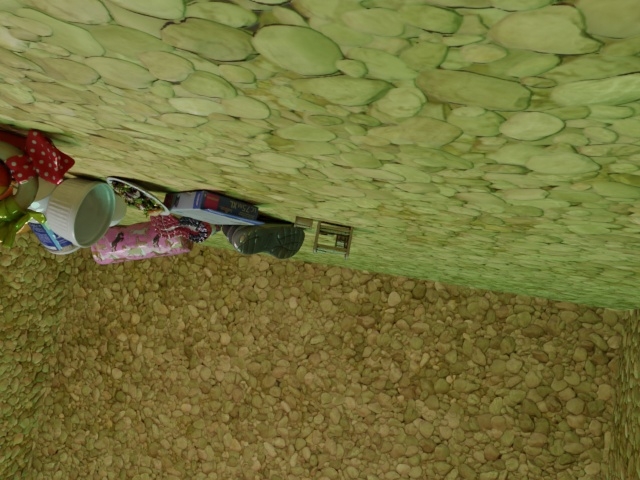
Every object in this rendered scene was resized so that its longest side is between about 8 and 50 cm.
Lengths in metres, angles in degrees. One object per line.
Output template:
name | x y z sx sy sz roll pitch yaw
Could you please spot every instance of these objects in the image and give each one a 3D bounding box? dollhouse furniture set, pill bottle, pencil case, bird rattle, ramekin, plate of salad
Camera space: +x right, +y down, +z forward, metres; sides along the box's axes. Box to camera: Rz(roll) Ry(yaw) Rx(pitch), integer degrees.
dollhouse furniture set | 0.000 0.000 1.662 0.181 0.101 0.161 10 174 -2
pill bottle | -0.868 -0.086 1.685 0.153 0.153 0.265 9 145 6
pencil case | -0.675 -0.007 2.000 0.385 0.167 0.160 -7 157 6
bird rattle | -0.644 -0.120 1.067 0.206 0.254 0.143 22 -156 -22
pill bottle | -0.744 -0.109 1.790 0.124 0.125 0.221 15 172 -39
ramekin | -0.726 -0.093 1.578 0.108 0.207 0.207 19 175 7
plate of salad | -0.534 -0.118 1.516 0.199 0.048 0.200 24 163 7

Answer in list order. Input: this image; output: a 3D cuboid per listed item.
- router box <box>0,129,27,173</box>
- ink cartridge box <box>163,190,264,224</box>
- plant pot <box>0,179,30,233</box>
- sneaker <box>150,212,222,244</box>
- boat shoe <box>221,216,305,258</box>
router box | -0.854 -0.216 1.171 0.301 0.082 0.335 15 172 -38
ink cartridge box | -0.313 -0.092 1.522 0.185 0.065 0.311 16 175 -38
plant pot | -1.128 -0.130 1.985 0.204 0.205 0.188 9 -171 11
sneaker | -0.487 -0.064 1.861 0.298 0.121 0.112 16 -153 25
boat shoe | -0.185 -0.027 1.758 0.130 0.132 0.355 36 -167 30
